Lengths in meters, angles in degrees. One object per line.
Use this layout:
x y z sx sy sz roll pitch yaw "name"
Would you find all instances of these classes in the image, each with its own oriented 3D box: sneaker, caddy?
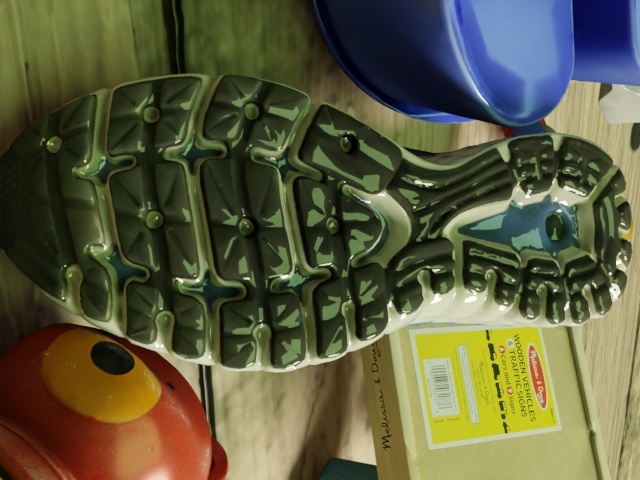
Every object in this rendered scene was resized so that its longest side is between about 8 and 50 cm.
0.000 0.000 0.441 0.330 0.147 0.129 5 83 -28 "sneaker"
0.109 -0.226 0.478 0.241 0.179 0.341 -16 118 -24 "caddy"

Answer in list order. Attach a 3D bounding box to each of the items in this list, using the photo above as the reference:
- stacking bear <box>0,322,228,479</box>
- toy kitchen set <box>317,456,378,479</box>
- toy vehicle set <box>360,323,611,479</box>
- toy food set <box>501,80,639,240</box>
-0.149 0.126 0.297 0.289 0.175 0.164 -37 153 -51 "stacking bear"
0.074 0.109 0.635 0.207 0.122 0.166 -52 142 -57 "toy kitchen set"
0.109 0.096 0.565 0.166 0.035 0.266 2 73 -30 "toy vehicle set"
0.203 -0.117 0.679 0.104 0.111 0.232 42 58 -50 "toy food set"
